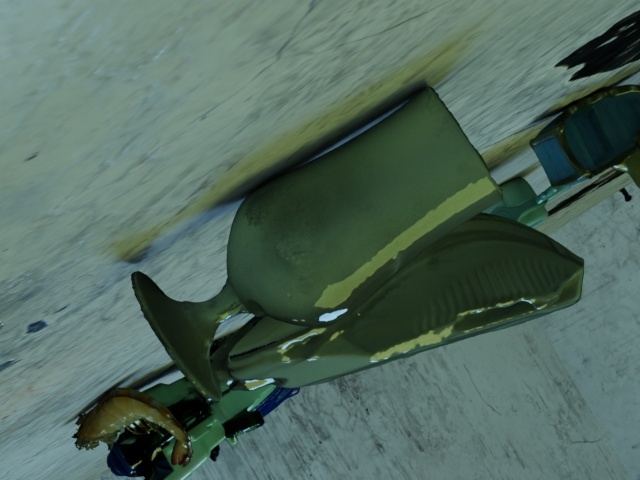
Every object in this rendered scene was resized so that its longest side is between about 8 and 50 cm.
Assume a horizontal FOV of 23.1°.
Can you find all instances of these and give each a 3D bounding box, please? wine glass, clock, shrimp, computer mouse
[{"bbox_3d":[0.000,0.000,1.005,0.231,0.103,0.103,-34,174,2],"label":"wine glass"},{"bbox_3d":[0.222,-0.023,2.002,0.211,0.066,0.159,-33,173,19],"label":"clock"},{"bbox_3d":[-0.203,0.216,1.730,0.178,0.124,0.034,-42,-162,48],"label":"shrimp"},{"bbox_3d":[0.084,0.053,1.652,0.428,0.146,0.228,-15,176,-21],"label":"computer mouse"}]

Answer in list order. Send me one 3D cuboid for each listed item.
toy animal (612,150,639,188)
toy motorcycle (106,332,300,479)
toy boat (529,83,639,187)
[{"bbox_3d":[0.476,-0.159,1.685,0.181,0.180,0.363,-34,170,-36],"label":"toy animal"},{"bbox_3d":[-0.114,0.185,1.886,0.331,0.125,0.196,-31,174,-31],"label":"toy motorcycle"},{"bbox_3d":[0.286,-0.112,1.551,0.077,0.075,0.185,-25,-178,44],"label":"toy boat"}]
